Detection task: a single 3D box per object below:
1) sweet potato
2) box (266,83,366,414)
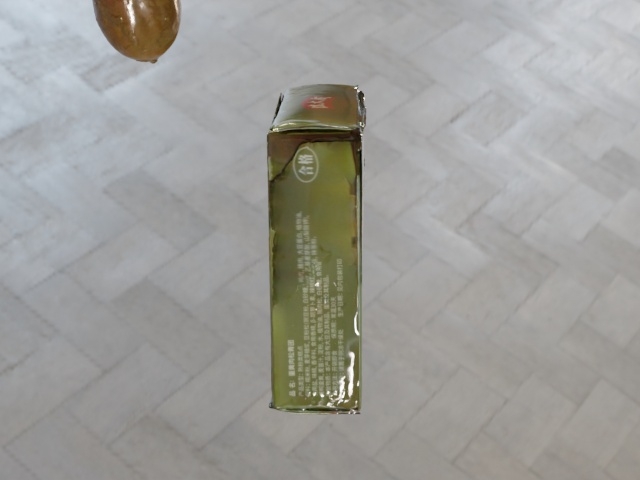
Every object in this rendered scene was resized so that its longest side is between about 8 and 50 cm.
[{"bbox_3d":[-0.207,-0.318,1.178,0.097,0.291,0.097,-11,19,4],"label":"sweet potato"},{"bbox_3d":[0.000,0.000,1.731,0.138,0.420,0.373,0,17,3],"label":"box"}]
